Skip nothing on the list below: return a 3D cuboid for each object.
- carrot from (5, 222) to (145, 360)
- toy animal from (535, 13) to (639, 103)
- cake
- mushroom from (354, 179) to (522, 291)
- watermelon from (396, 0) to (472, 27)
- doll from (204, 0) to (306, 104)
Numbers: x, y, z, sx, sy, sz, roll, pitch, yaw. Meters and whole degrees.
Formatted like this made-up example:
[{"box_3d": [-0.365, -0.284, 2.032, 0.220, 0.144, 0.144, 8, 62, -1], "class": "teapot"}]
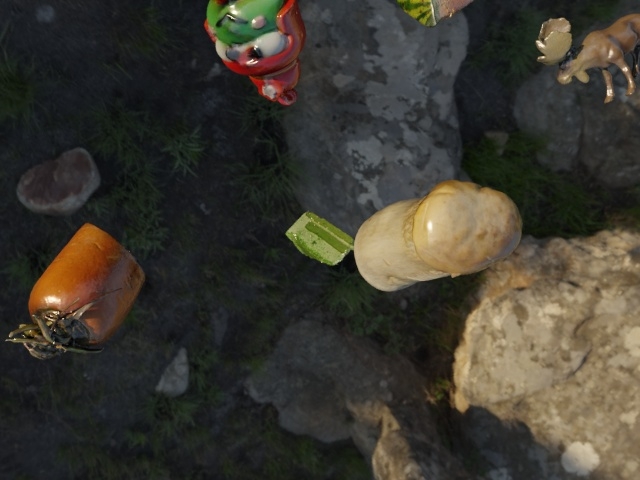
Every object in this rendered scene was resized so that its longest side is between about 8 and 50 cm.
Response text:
[{"box_3d": [-0.506, 0.123, 1.229, 0.193, 0.214, 0.331, 75, 30, -42], "class": "carrot"}, {"box_3d": [0.483, -0.333, 0.998, 0.214, 0.094, 0.186, -37, 98, -10], "class": "toy animal"}, {"box_3d": [-0.001, -0.005, 1.513, 0.100, 0.235, 0.099, -46, 111, -9], "class": "cake"}, {"box_3d": [0.107, 0.009, 0.641, 0.122, 0.351, 0.095, 2, 83, -5], "class": "mushroom"}, {"box_3d": [0.199, -0.483, 0.996, 0.303, 0.128, 0.159, -48, 116, -36], "class": "watermelon"}, {"box_3d": [-0.120, -0.401, 1.060, 0.363, 0.182, 0.160, 65, 33, -45], "class": "doll"}]
